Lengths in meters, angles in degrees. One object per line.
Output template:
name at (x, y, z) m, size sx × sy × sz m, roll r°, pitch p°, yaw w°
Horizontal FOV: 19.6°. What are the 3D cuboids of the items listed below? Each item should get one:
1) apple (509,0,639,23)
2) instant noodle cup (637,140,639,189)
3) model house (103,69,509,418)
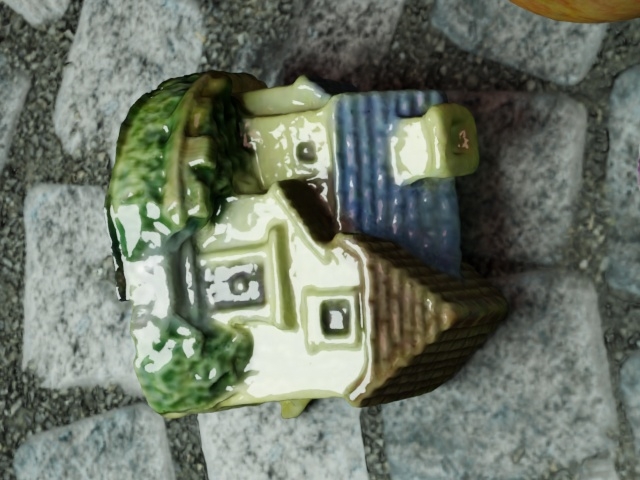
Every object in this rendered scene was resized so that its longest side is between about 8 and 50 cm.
apple at (0.232, -0.375, 1.410) m, size 0.400 × 0.333 × 0.400 m, roll 25°, pitch 133°, yaw 31°
instant noodle cup at (0.405, -0.034, 1.327) m, size 0.266 × 0.340 × 0.339 m, roll -17°, pitch 78°, yaw 40°
model house at (0.000, 0.000, 1.576) m, size 0.266 × 0.261 × 0.321 m, roll -5°, pitch 89°, yaw 28°
